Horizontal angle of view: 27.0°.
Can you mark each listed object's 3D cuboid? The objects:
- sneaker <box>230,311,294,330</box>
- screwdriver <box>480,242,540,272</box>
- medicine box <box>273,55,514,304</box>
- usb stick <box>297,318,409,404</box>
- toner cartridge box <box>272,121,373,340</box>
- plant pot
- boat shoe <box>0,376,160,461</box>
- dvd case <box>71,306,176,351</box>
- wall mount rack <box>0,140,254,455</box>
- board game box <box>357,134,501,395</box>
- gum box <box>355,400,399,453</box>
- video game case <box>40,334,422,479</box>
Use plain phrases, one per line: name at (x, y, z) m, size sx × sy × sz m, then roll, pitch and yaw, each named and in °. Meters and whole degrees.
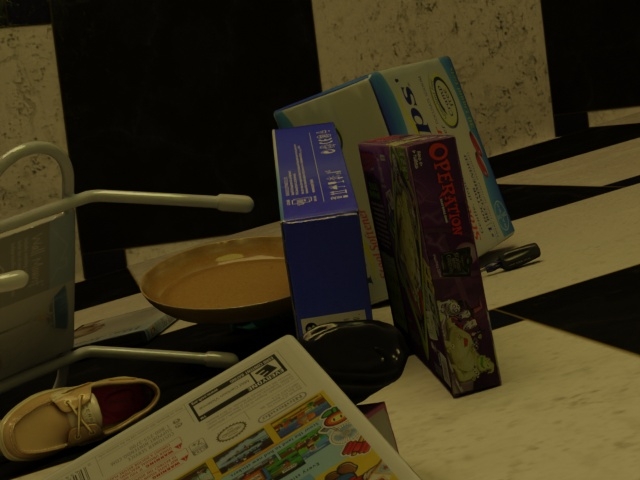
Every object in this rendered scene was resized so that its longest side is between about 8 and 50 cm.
sneaker at (-0.091, 0.063, 1.734) m, size 0.110 × 0.107 × 0.275 m, roll -26°, pitch 9°, yaw -18°
screwdriver at (0.188, 0.040, 1.626) m, size 0.170 × 0.024 × 0.025 m, roll -22°, pitch -24°, yaw 1°
medicine box at (0.102, -0.081, 1.713) m, size 0.149 × 0.263 × 0.289 m, roll -19°, pitch 3°, yaw 27°
usb stick at (-0.013, 0.107, 0.941) m, size 0.077 × 0.045 × 0.278 m, roll -3°, pitch -16°, yaw -17°
toner cartridge box at (0.000, 0.000, 1.360) m, size 0.075 × 0.165 × 0.348 m, roll -7°, pitch 18°, yaw -1°
plant pot at (-0.091, 0.048, 1.556) m, size 0.236 × 0.032 × 0.236 m, roll -7°, pitch 19°, yaw 2°
boat shoe at (-0.227, 0.164, 1.275) m, size 0.170 × 0.063 × 0.059 m, roll -20°, pitch 1°, yaw -44°
dvd case at (-0.307, 0.137, 1.964) m, size 0.180 × 0.022 × 0.253 m, roll -14°, pitch 6°, yaw 10°
wall mount rack at (-0.228, 0.065, 1.354) m, size 0.304 × 0.350 × 0.130 m, roll -22°, pitch 43°, yaw -39°
board game box at (0.092, 0.007, 1.227) m, size 0.056 × 0.208 × 0.347 m, roll -16°, pitch 6°, yaw -3°
gum box at (-0.035, 0.158, 0.815) m, size 0.107 × 0.062 × 0.188 m, roll -11°, pitch 7°, yaw 32°
video game case at (-0.076, 0.149, 0.692) m, size 0.227 × 0.026 × 0.206 m, roll -30°, pitch 24°, yaw -9°
